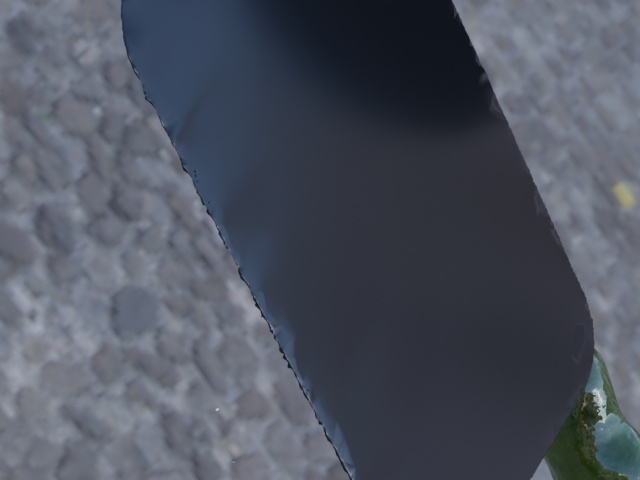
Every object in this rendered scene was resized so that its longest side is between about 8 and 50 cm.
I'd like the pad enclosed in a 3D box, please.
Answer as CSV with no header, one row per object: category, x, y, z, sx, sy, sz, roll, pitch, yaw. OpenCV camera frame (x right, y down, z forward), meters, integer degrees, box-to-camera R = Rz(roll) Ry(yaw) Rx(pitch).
pad,0.000,0.000,0.933,0.315,0.063,0.375,-50,121,-45

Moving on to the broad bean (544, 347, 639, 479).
broad bean,0.192,0.190,1.235,0.056,0.098,0.318,-61,142,-64
